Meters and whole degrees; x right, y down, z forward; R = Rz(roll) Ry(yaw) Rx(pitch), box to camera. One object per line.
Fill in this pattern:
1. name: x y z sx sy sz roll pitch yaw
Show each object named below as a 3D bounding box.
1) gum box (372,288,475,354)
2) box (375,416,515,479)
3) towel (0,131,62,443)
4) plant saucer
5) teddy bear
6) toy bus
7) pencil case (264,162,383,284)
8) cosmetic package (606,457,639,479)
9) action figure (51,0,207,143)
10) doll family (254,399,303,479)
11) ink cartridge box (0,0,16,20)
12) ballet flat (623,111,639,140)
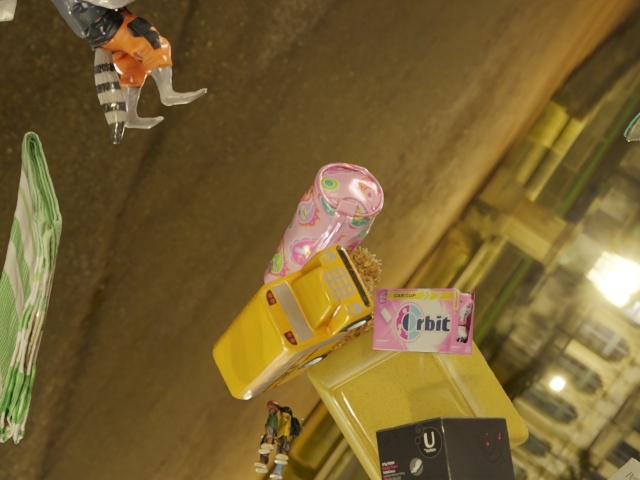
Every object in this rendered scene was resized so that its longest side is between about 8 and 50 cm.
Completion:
1. gum box: 0.179 0.139 1.808 0.062 0.188 0.107 11 81 -43
2. box: 0.203 0.413 1.610 0.165 0.270 0.143 9 158 -44
3. towel: -0.385 0.059 1.343 0.038 0.248 0.325 5 118 -24
4. plant saucer: 0.174 0.321 2.021 0.332 0.333 0.081 -32 179 19
5. teddy bear: 0.037 0.171 2.173 0.113 0.245 0.338 -7 116 -65
6. toy bus: -0.045 0.123 1.513 0.130 0.108 0.333 -20 166 -27
7. pencil case: 0.000 0.000 1.715 0.124 0.124 0.284 -44 170 -44
8. cosmetic package: 0.386 0.438 1.186 0.284 0.097 0.377 -36 -155 -12
9. action figure: -0.298 -0.323 1.496 0.178 0.330 0.341 -32 -171 -15
10. doll family: -0.076 0.356 1.900 0.193 0.076 0.111 110 -11 -53
11. ink cartridge box: -0.434 -0.301 1.066 0.289 0.211 0.122 -107 -149 -77
12. ballet flat: 0.605 -0.222 1.847 0.213 0.068 0.072 -40 159 -41
